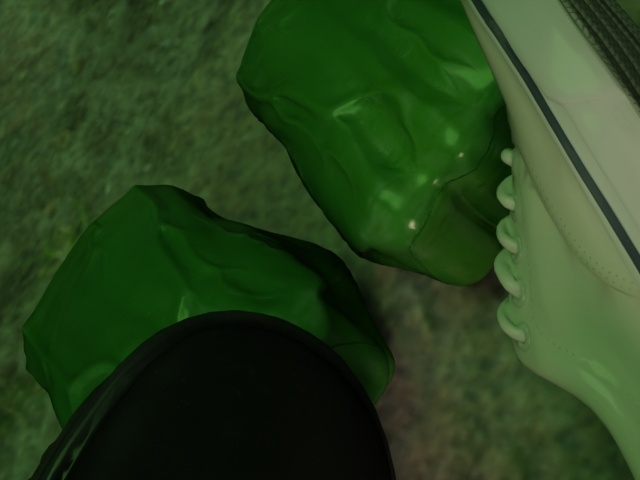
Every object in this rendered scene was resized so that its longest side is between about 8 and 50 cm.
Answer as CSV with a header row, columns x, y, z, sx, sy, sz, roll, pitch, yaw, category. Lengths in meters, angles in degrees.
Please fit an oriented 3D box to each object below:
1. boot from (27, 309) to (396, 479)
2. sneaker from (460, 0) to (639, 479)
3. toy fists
x,y,z,sx,sy,sz,roll,pitch,yaw,category
-0.006,0.173,0.493,0.367,0.146,0.445,-71,14,-14,boot
0.098,0.003,0.688,0.091,0.094,0.258,-34,70,23,sneaker
0.000,0.000,0.809,0.279,0.096,0.142,-50,40,2,toy fists
